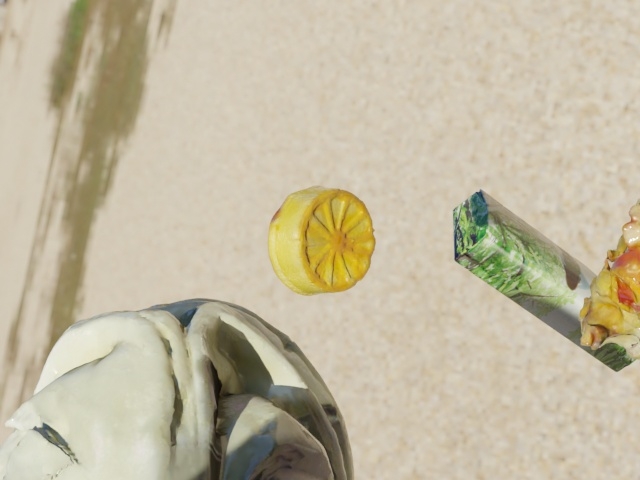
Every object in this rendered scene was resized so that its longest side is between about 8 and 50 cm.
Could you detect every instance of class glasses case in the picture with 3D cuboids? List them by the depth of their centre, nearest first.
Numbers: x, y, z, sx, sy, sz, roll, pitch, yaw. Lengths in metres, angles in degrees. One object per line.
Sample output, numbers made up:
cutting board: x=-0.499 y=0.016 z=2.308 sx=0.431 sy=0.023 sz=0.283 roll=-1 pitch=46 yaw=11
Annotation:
glasses case: x=0.275 y=0.047 z=1.705 sx=0.062 sy=0.272 sz=0.095 roll=-41 pitch=29 yaw=32

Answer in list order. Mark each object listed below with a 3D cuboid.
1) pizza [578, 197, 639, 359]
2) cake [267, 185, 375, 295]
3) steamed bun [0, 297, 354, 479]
pizza: x=0.204 y=-0.016 z=0.735 sx=0.288 sy=0.074 sz=0.251 roll=-36 pitch=-17 yaw=-51
cake: x=0.000 y=0.000 z=1.067 sx=0.044 sy=0.084 sz=0.084 roll=2 pitch=79 yaw=51
steamed bun: x=-0.095 y=0.218 z=1.201 sx=0.237 sy=0.394 sz=0.346 roll=-10 pitch=106 yaw=39
